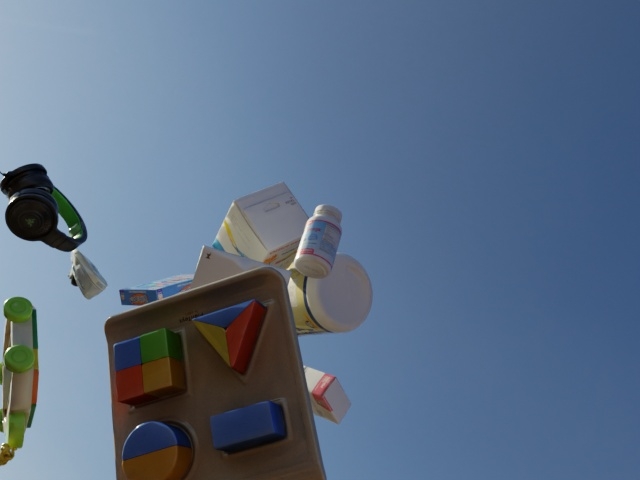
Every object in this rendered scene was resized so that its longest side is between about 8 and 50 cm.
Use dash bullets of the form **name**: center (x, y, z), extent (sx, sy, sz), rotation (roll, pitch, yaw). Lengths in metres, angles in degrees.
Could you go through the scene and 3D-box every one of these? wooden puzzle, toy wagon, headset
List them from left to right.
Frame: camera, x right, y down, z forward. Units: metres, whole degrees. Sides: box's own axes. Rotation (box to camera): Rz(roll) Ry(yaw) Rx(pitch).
- **toy wagon**: center (-0.633, 0.296, 1.357), extent (0.068, 0.345, 0.267), rotation (3, -43, -30)
- **headset**: center (-0.807, -0.097, 1.759), extent (0.243, 0.185, 0.394), rotation (58, 5, 39)
- **wooden puzzle**: center (-0.180, 0.237, 0.980), extent (0.322, 0.348, 0.080), rotation (-18, -22, 10)

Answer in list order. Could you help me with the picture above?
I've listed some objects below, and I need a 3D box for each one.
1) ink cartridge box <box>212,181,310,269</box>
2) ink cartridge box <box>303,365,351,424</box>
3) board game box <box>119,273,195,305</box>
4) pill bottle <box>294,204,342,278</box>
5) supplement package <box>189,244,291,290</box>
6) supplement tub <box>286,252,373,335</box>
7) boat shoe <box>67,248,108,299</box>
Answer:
- **ink cartridge box**: center (-0.156, -0.011, 1.772), extent (0.168, 0.171, 0.233), rotation (54, -36, 14)
- **ink cartridge box**: center (-0.026, 0.502, 2.167), extent (0.217, 0.092, 0.159), rotation (9, -42, 39)
- **board game box**: center (-0.407, 0.132, 1.764), extent (0.160, 0.210, 0.047), rotation (-3, -82, 39)
- **pill bottle**: center (0.000, 0.000, 1.494), extent (0.087, 0.160, 0.087), rotation (12, -32, 8)
- **supplement package**: center (-0.197, 0.161, 1.463), extent (0.199, 0.198, 0.263), rotation (17, -18, -4)
- **supplement tub**: center (-0.026, 0.167, 1.926), extent (0.316, 0.228, 0.228), rotation (-15, -62, 51)
- **boat shoe**: center (-0.690, 0.097, 1.885), extent (0.227, 0.081, 0.079), rotation (36, -14, 47)
